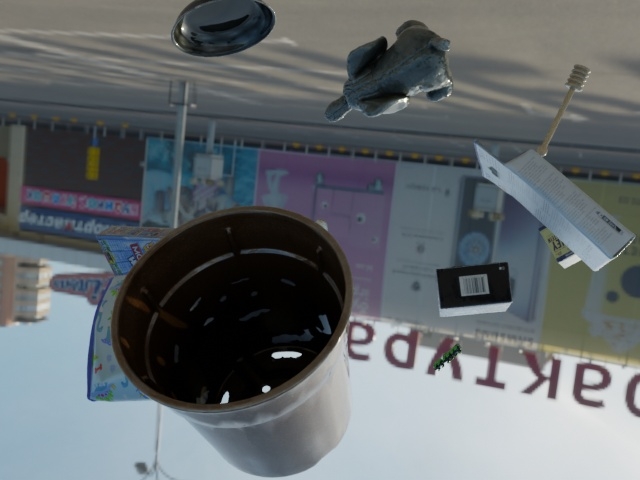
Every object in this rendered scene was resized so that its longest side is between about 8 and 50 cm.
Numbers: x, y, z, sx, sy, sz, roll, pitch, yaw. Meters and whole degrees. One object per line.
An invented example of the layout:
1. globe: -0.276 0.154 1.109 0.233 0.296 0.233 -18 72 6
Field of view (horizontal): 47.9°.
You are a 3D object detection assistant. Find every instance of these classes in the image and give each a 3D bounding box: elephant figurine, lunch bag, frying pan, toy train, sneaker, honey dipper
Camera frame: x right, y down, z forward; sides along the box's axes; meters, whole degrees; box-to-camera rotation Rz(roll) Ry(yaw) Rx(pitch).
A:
1. elephant figurine: 0.114 -0.292 1.335 0.239 0.186 0.169 -25 -130 2
2. lunch bag: -0.193 0.108 0.829 0.129 0.151 0.096 -9 167 25
3. frying pan: -0.192 -0.413 1.271 0.197 0.053 0.326 -16 167 7
4. toy train: 0.265 0.243 1.501 0.017 0.083 0.023 35 -148 -9
5. sneaker: 0.000 0.000 1.423 0.032 0.083 0.037 4 -143 35
6. honey dipper: 0.403 -0.214 1.200 0.030 0.160 0.030 24 -176 -2

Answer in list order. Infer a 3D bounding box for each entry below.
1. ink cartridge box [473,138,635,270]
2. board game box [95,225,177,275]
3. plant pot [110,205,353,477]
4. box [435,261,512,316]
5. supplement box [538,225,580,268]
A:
1. ink cartridge box: 0.310 -0.055 0.974 0.224 0.045 0.223 44 -174 15
2. board game box: -0.361 0.047 1.551 0.194 0.194 0.060 -13 -163 33
3. plant pot: -0.046 0.089 0.544 0.167 0.167 0.165 8 144 20
4. box: 0.340 0.113 1.614 0.156 0.093 0.158 -6 167 8
5. supplement box: 0.498 0.004 1.476 0.056 0.083 0.083 -32 157 18
